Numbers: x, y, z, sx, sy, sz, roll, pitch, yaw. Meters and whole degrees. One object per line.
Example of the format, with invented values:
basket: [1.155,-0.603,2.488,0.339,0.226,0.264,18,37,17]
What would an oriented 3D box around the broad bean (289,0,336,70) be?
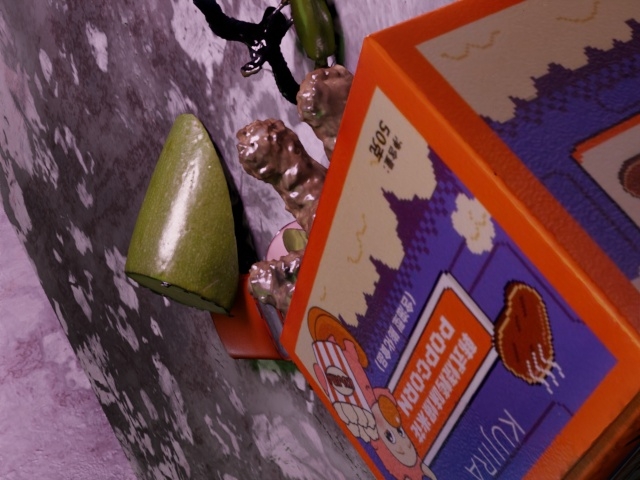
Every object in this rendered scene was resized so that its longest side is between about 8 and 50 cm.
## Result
broad bean: [-0.037,-0.304,1.173,0.254,0.046,0.065,67,162,-6]

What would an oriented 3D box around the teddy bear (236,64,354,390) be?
teddy bear: [-0.007,-0.008,1.149,0.246,0.222,0.296,-35,89,38]

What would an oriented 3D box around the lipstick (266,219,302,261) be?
lipstick: [0.059,0.096,1.290,0.327,0.087,0.087,44,147,37]

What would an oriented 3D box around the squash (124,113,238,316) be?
squash: [-0.175,-0.035,1.629,0.189,0.260,0.189,18,167,4]

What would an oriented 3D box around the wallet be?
wallet: [-0.111,0.118,1.667,0.204,0.045,0.142,-11,103,63]

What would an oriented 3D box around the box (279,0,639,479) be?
box: [0.188,0.016,0.731,0.257,0.318,0.349,51,149,23]

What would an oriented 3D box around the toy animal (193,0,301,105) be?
toy animal: [-0.061,-0.225,1.225,0.220,0.108,0.062,38,160,-26]
